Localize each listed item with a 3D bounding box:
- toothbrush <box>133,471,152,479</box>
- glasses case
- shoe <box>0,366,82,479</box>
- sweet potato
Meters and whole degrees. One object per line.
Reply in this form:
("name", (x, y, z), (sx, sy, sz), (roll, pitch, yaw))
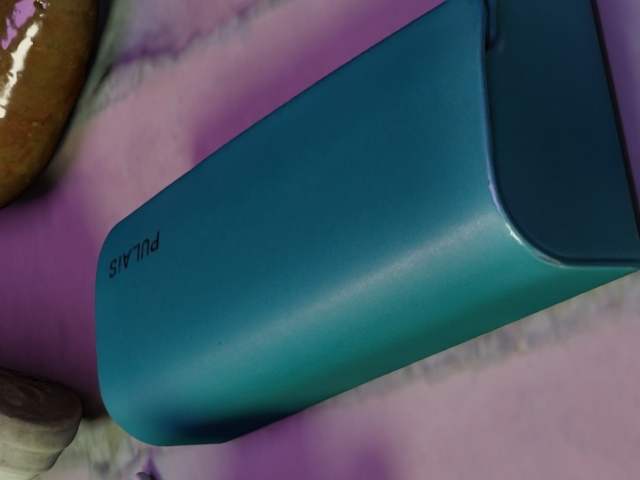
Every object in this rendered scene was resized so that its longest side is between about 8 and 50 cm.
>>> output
("toothbrush", (-0.060, 0.173, 0.881), (0.017, 0.014, 0.162), (-53, 47, 23))
("glasses case", (-0.001, -0.002, 0.744), (0.301, 0.070, 0.117), (-31, 64, 54))
("shoe", (-0.243, 0.134, 1.041), (0.316, 0.124, 0.159), (8, 81, 63))
("sweet potato", (-0.203, -0.062, 1.051), (0.346, 0.079, 0.108), (-22, 43, 56))
